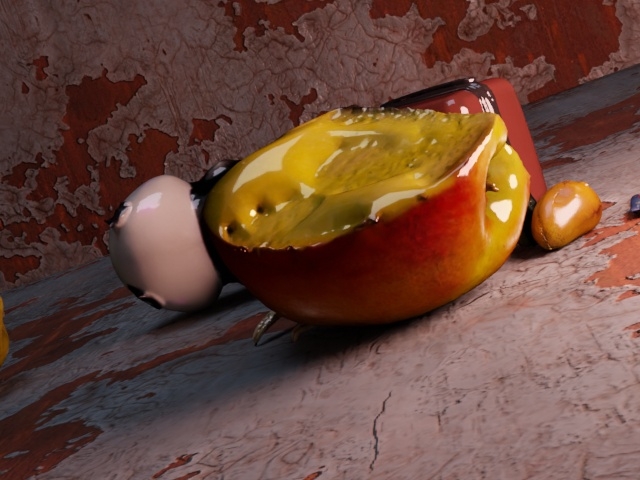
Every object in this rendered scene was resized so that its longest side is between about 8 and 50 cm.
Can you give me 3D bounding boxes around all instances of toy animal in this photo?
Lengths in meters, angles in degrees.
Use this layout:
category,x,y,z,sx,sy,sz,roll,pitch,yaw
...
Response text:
category,x,y,z,sx,sy,sz,roll,pitch,yaw
toy animal,-0.203,-0.010,2.106,0.309,0.251,0.251,-21,8,-18

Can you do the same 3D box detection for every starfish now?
category,x,y,z,sx,sy,sz,roll,pitch,yaw
starfish,-0.004,0.084,1.710,0.138,0.050,0.247,-17,6,37

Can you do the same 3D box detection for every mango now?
category,x,y,z,sx,sy,sz,roll,pitch,yaw
mango,0.316,-0.034,1.612,0.077,0.063,0.127,31,50,25

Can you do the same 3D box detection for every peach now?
category,x,y,z,sx,sy,sz,roll,pitch,yaw
peach,0.051,-0.015,1.551,0.380,0.242,0.306,7,46,35

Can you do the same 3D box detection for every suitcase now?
category,x,y,z,sx,sy,sz,roll,pitch,yaw
suitcase,0.175,-0.110,1.877,0.161,0.236,0.297,-26,10,-40

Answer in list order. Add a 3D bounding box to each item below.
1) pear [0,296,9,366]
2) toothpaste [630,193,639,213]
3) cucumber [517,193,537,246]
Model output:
category,x,y,z,sx,sy,sz,roll,pitch,yaw
pear,-0.705,0.194,2.016,0.386,0.191,0.340,-3,-24,-12
toothpaste,0.417,-0.046,1.628,0.027,0.019,0.083,6,14,10
cucumber,0.232,-0.082,1.624,0.078,0.211,0.062,10,55,40
